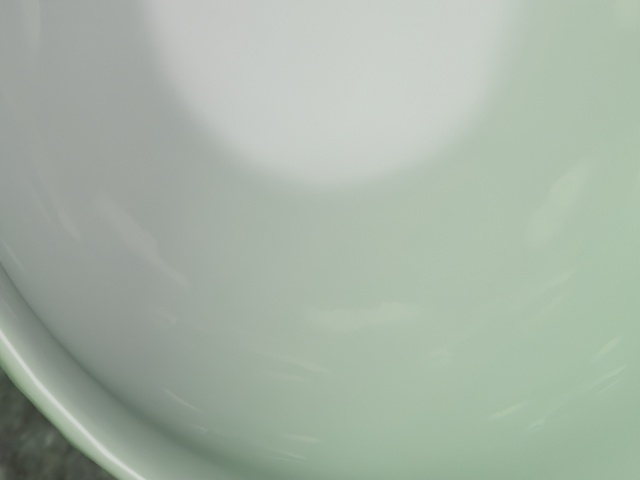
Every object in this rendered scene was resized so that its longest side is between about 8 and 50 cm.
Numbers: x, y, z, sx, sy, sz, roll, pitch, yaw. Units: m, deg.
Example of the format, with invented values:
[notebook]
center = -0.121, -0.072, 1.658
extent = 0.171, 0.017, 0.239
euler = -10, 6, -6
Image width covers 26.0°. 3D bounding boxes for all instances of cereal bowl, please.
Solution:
[cereal bowl]
center = 0.027, -0.080, 0.420
extent = 0.339, 0.141, 0.339
euler = -3, 96, -24
